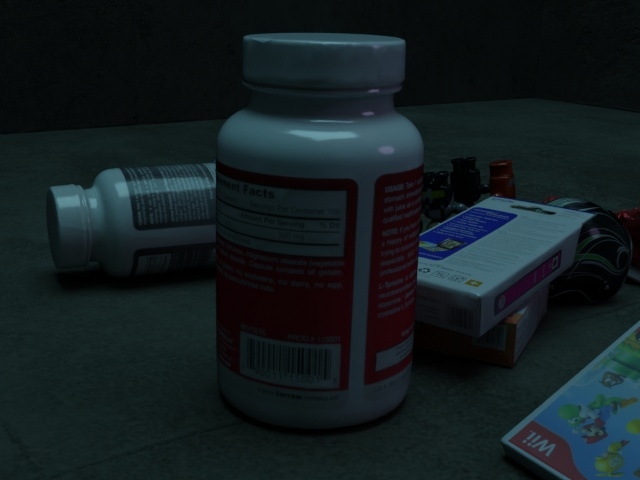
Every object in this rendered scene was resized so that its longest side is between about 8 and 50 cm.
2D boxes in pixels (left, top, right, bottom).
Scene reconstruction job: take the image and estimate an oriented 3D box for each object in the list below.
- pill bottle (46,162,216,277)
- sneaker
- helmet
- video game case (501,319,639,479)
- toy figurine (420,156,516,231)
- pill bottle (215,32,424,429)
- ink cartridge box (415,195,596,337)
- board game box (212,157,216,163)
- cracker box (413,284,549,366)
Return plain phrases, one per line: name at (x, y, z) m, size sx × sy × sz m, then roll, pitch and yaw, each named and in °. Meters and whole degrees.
pill bottle at (-0.270, -0.033, 1.426) m, size 0.318 × 0.176 × 0.176 m, roll -5°, pitch 17°, yaw -25°
sneaker at (0.488, -0.038, 1.467) m, size 0.221 × 0.128 × 0.087 m, roll 34°, pitch 33°, yaw 10°
helmet at (0.384, 0.016, 1.380) m, size 0.161 × 0.169 × 0.169 m, roll 14°, pitch 11°, yaw -19°
video game case at (0.346, 0.158, 0.860) m, size 0.285 × 0.025 × 0.204 m, roll -35°, pitch 29°, yaw -19°
toy figurine at (0.250, -0.069, 1.649) m, size 0.209 × 0.148 × 0.213 m, roll -11°, pitch 12°, yaw -20°
pill bottle at (-0.002, -0.019, 0.981) m, size 0.229 × 0.407 × 0.229 m, roll 2°, pitch 16°, yaw -1°
ink cartridge box at (0.229, 0.021, 1.219) m, size 0.176 × 0.069 × 0.371 m, roll 13°, pitch 27°, yaw 35°
board game box at (-0.118, -0.116, 1.913) m, size 0.254 × 0.079 × 0.336 m, roll 2°, pitch 16°, yaw 0°
cracker box at (0.221, 0.093, 1.233) m, size 0.156 × 0.067 × 0.232 m, roll 8°, pitch 17°, yaw 23°
